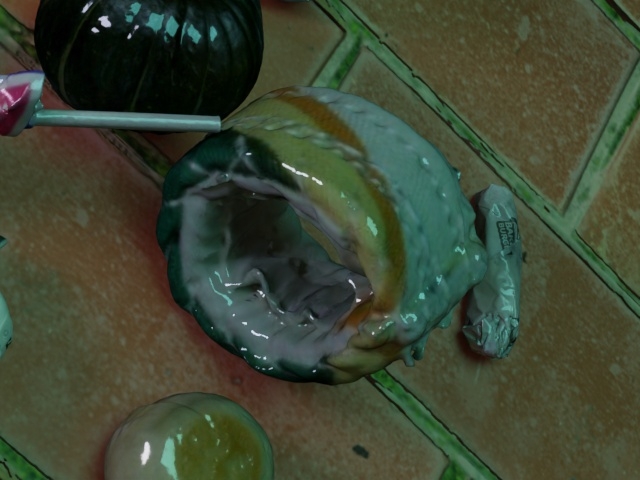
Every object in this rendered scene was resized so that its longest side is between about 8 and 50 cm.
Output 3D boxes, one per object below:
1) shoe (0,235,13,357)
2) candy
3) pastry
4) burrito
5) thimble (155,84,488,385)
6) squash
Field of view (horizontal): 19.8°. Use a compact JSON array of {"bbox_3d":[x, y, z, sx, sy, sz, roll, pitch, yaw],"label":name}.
[{"bbox_3d":[-0.295,0.096,1.487,0.110,0.095,0.264,8,63,-37],"label":"shoe"},{"bbox_3d":[-0.263,-0.100,1.523,0.366,0.124,0.124,2,68,-14],"label":"candy"},{"bbox_3d":[-0.110,0.206,1.587,0.156,0.092,0.156,10,71,-31],"label":"pastry"},{"bbox_3d":[0.182,0.032,1.919,0.064,0.064,0.203,23,57,-29],"label":"burrito"},{"bbox_3d":[0.000,0.000,1.635,0.167,0.288,0.254,-37,138,-41],"label":"thimble"},{"bbox_3d":[-0.152,-0.190,1.662,0.218,0.218,0.172,-13,116,-41],"label":"squash"}]
